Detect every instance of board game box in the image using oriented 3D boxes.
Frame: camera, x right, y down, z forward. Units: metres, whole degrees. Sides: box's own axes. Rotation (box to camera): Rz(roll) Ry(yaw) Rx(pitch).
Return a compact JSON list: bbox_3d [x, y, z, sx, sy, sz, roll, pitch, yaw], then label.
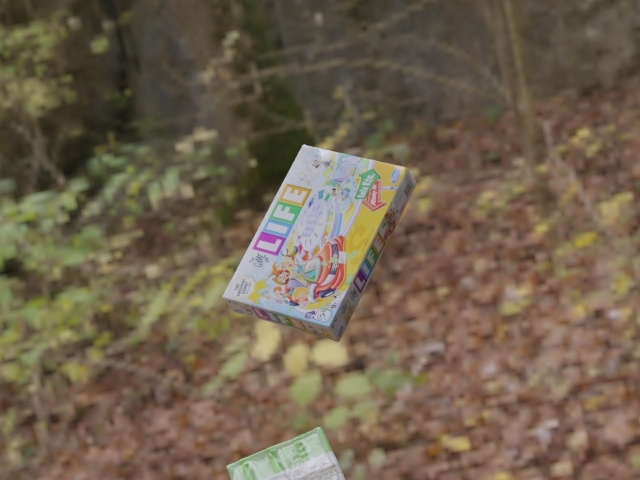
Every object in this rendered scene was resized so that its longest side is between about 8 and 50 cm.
[{"bbox_3d":[0.000,0.000,1.412,0.103,0.026,0.154,13,65,30],"label":"board game box"}]

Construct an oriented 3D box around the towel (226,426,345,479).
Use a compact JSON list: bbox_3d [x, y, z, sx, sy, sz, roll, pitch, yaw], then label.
[{"bbox_3d":[-0.021,0.279,1.780,0.113,0.152,0.023,-21,-25,-3],"label":"towel"}]
